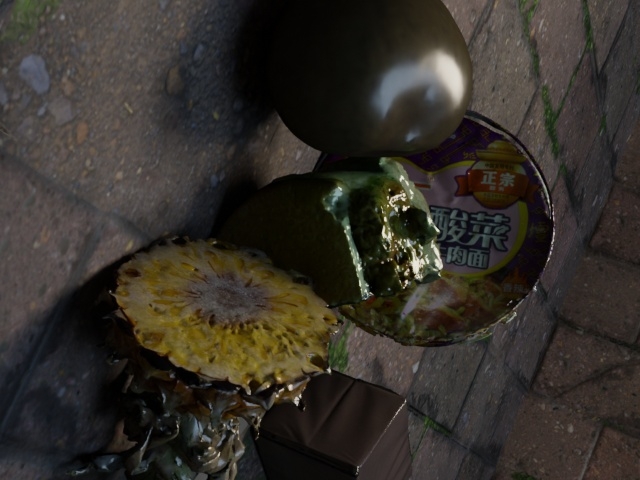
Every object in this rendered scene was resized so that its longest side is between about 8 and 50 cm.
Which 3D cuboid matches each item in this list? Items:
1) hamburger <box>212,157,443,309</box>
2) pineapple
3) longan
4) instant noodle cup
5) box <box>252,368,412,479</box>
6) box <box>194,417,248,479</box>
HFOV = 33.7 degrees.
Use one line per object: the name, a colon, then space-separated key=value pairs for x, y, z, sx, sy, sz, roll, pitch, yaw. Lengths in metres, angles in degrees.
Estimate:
hamburger: x=0.000 y=0.000 z=1.254 sx=0.168 sy=0.288 sz=0.192 roll=6 pitch=72 yaw=-63
pineapple: x=-0.136 y=0.174 z=1.130 sx=0.262 sy=0.262 sz=0.271 roll=-34 pitch=152 yaw=-54
longan: x=0.058 y=-0.196 z=1.194 sx=0.246 sy=0.246 sz=0.215 roll=-61 pitch=-173 yaw=-20
instant noodle cup: x=0.151 y=0.012 z=1.499 sx=0.339 sy=0.340 sz=0.266 roll=-64 pitch=167 yaw=-13
box: x=0.026 y=0.323 z=1.605 sx=0.153 sy=0.188 sz=0.252 roll=-55 pitch=150 yaw=-31
box: x=-0.130 y=0.219 z=1.339 sx=0.243 sy=0.055 sz=0.103 roll=-51 pitch=151 yaw=-36
